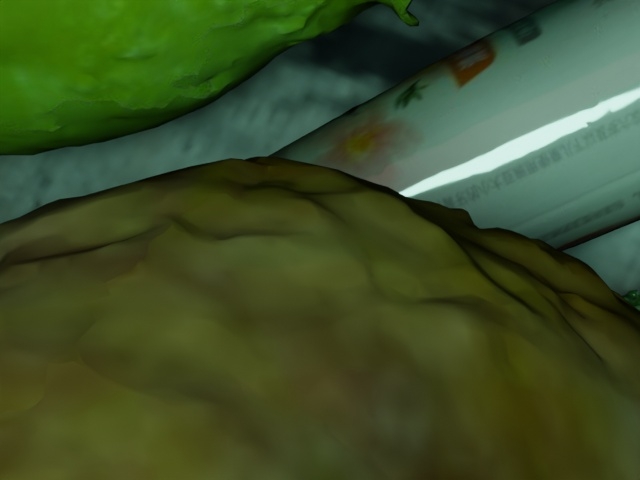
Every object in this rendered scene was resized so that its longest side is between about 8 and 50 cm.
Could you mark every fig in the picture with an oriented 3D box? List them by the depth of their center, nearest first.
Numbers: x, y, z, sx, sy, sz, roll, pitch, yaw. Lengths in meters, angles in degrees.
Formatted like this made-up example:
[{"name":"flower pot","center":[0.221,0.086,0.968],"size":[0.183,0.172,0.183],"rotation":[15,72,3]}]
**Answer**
[{"name":"fig","center":[-0.060,0.127,0.472],"size":[0.368,0.286,0.286],"rotation":[-6,64,50]}]

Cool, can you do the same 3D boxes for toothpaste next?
[{"name":"toothpaste","center":[0.000,0.000,0.551],"size":[0.323,0.100,0.066],"rotation":[-25,96,5]}]

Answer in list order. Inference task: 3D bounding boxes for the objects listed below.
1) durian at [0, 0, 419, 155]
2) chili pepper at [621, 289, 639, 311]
[{"name":"durian","center":[-0.129,-0.148,0.583],"size":[0.256,0.204,0.339],"rotation":[-41,63,-13]},{"name":"chili pepper","center":[0.167,0.062,0.487],"size":[0.227,0.059,0.088],"rotation":[27,76,30]}]
